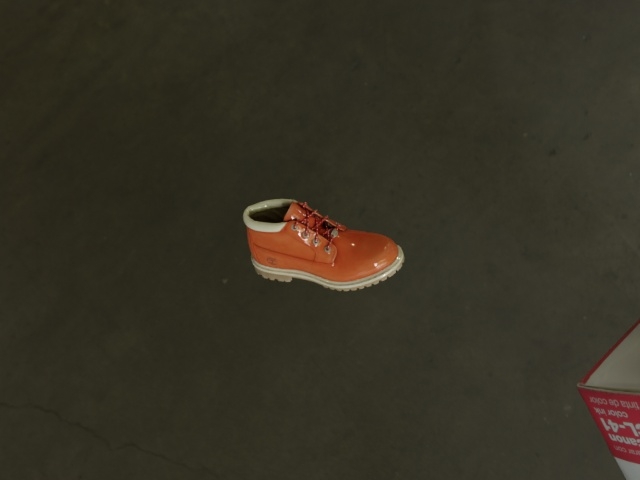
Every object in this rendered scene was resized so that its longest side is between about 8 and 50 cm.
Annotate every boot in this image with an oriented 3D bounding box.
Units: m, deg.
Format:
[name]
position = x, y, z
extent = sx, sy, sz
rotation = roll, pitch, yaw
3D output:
[boot]
position = 0.000, 0.000, 0.677
extent = 0.157, 0.085, 0.059
rotation = 3, 46, 16

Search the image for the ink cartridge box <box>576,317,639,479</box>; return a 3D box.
[ink cartridge box]
position = 0.378, 0.182, 0.575
extent = 0.226, 0.306, 0.131
rotation = -33, 10, -29
